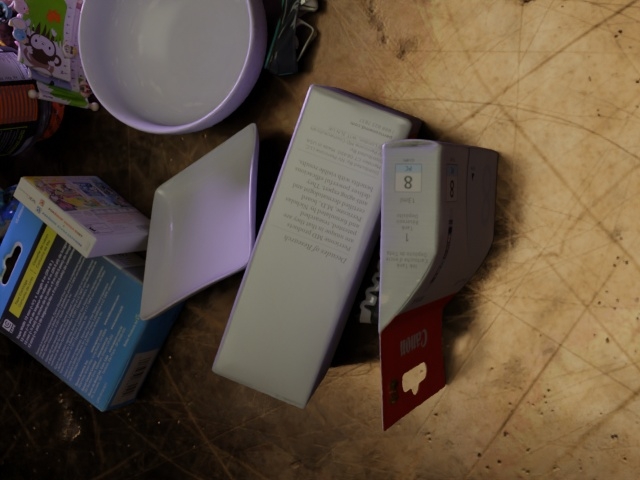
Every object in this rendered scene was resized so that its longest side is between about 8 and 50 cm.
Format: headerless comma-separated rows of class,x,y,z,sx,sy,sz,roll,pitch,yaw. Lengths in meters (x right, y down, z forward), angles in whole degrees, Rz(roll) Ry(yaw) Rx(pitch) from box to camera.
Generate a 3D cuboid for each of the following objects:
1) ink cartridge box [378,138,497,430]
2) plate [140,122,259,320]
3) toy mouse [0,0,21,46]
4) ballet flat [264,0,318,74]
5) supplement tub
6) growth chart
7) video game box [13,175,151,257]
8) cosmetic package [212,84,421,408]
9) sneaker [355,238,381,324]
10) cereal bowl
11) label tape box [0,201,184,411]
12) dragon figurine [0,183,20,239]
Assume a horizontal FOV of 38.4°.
ink cartridge box,0.175,0.054,1.323,0.091,0.308,0.385,1,94,24
plate,-0.192,-0.023,1.535,0.277,0.045,0.278,-28,48,35
toy mouse,-0.595,-0.412,1.774,0.161,0.031,0.143,21,101,20
ballet flat,-0.041,-0.372,1.528,0.074,0.074,0.203,12,91,22
supplement tub,-0.631,-0.240,1.620,0.207,0.338,0.207,7,104,29
growth chart,-0.483,-0.356,1.661,0.021,0.172,0.238,-7,88,38
video game box,-0.403,-0.046,1.618,0.187,0.205,0.048,40,108,17
cosmetic package,0.000,0.000,1.424,0.161,0.230,0.454,22,102,6
sneaker,0.141,0.040,1.466,0.106,0.078,0.234,22,104,16
cereal bowl,-0.234,-0.343,1.565,0.338,0.141,0.339,1,93,23
label tape box,-0.445,0.111,1.697,0.347,0.115,0.249,33,104,21
dragon figurine,-0.609,-0.064,1.769,0.289,0.085,0.144,-32,81,23
